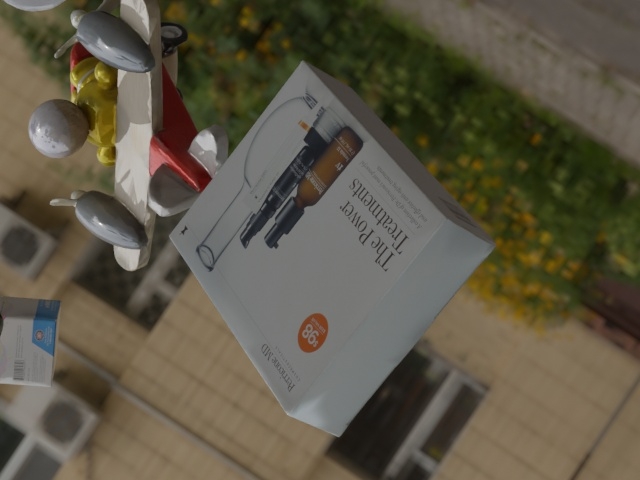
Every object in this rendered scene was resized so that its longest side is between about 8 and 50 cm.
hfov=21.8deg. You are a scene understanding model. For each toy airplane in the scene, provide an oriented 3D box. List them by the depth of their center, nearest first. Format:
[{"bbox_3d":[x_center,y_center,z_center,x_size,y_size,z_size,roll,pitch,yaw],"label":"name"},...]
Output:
[{"bbox_3d":[-0.282,-0.154,2.411,0.273,0.386,0.384,-8,178,-20],"label":"toy airplane"}]

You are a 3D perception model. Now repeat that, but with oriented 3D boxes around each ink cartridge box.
[{"bbox_3d":[-0.406,0.124,2.108,0.143,0.092,0.090,6,-166,-6],"label":"ink cartridge box"}]

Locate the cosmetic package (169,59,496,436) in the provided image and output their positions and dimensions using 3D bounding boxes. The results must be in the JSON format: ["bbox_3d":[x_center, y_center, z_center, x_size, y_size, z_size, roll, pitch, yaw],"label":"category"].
[{"bbox_3d":[0.000,0.000,1.937,0.097,0.284,0.377,26,-163,-39],"label":"cosmetic package"}]

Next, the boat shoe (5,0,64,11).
[{"bbox_3d":[-0.174,-0.326,1.412,0.108,0.301,0.102,35,-167,-26],"label":"boat shoe"}]

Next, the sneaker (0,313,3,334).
[{"bbox_3d":[-0.399,0.087,1.391,0.178,0.295,0.124,55,-153,11],"label":"sneaker"}]
